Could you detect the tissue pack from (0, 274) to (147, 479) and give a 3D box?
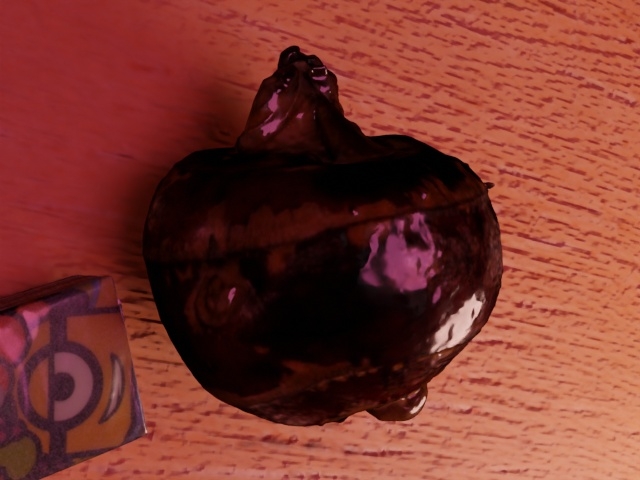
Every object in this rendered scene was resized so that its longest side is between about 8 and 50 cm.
[{"bbox_3d":[-0.185,0.090,0.752,0.148,0.060,0.108,-19,104,-33],"label":"tissue pack"}]

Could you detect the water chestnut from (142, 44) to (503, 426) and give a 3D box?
[{"bbox_3d":[0.000,0.000,0.792,0.224,0.224,0.238,-12,104,-36],"label":"water chestnut"}]
